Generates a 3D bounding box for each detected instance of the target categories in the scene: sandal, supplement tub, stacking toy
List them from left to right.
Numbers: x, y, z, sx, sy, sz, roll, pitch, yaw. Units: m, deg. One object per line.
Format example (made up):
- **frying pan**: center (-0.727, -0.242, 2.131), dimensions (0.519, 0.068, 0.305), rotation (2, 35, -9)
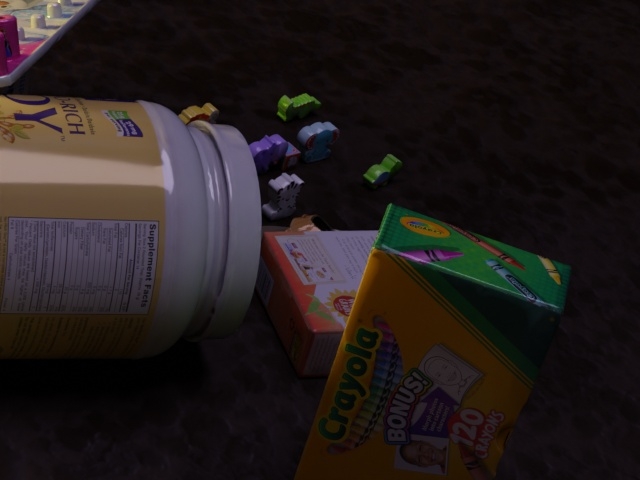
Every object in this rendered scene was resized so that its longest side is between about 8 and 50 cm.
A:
- **supplement tub**: center (-0.243, -0.012, 1.590), dimensions (0.331, 0.241, 0.241), rotation (1, 37, -23)
- **stacking toy**: center (-0.032, -0.108, 1.994), dimensions (0.221, 0.052, 0.167), rotation (-17, 47, -42)
- **sandal**: center (0.000, 0.000, 1.854), dimensions (0.180, 0.049, 0.072), rotation (2, 36, -21)

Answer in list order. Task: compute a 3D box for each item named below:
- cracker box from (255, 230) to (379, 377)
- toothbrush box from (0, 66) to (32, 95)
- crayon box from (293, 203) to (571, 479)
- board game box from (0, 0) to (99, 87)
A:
- **cracker box**: center (0.064, 0.061, 1.780), dimensions (0.232, 0.067, 0.156), rotation (-1, 39, -24)
- **toothbrush box**: center (-0.471, -0.150, 1.788), dimensions (0.216, 0.126, 0.295), rotation (30, 34, 21)
- **crayon box**: center (0.092, 0.121, 1.515), dimensions (0.165, 0.278, 0.081), rotation (19, 33, 3)
- **board game box**: center (-0.427, -0.246, 1.728), dimensions (0.390, 0.050, 0.390), rotation (5, 25, 10)
